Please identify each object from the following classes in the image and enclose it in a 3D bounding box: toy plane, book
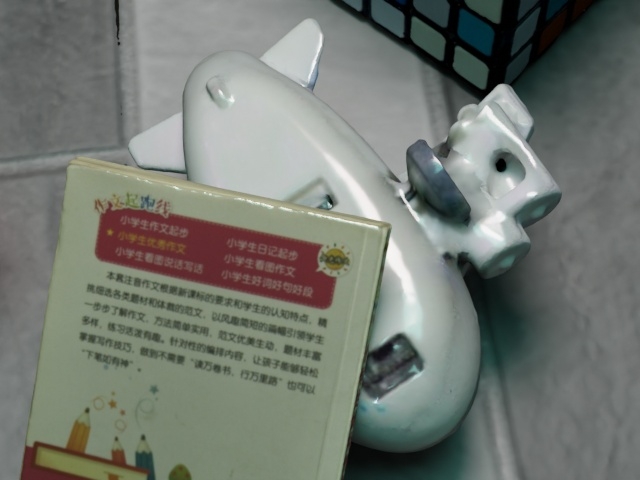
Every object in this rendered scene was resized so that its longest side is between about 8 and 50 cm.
[{"bbox_3d":[-0.002,-0.002,0.771,0.267,0.122,0.267,-8,66,18],"label":"toy plane"},{"bbox_3d":[-0.065,0.088,0.699,0.162,0.022,0.232,12,97,11],"label":"book"}]

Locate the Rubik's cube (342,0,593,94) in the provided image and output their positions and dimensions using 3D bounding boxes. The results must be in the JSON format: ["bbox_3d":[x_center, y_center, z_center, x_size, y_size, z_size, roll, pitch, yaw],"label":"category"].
[{"bbox_3d":[0.098,-0.233,0.869,0.184,0.187,0.182,36,66,19],"label":"Rubik's cube"}]
